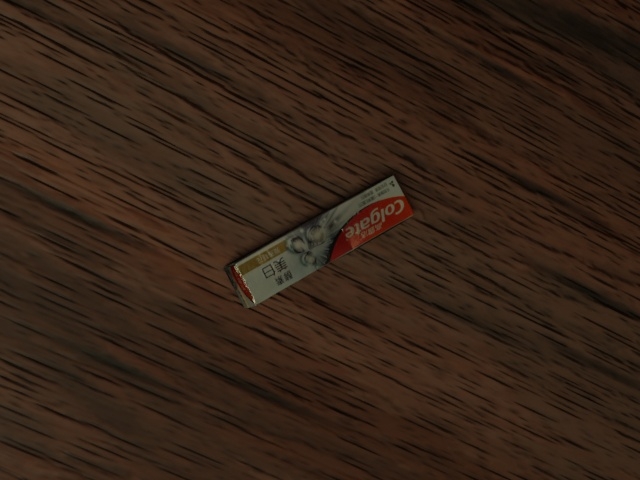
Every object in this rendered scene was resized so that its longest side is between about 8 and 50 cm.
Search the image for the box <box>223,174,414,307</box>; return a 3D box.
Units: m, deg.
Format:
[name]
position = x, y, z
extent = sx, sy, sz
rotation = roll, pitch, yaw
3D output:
[box]
position = 0.000, 0.000, 1.775
extent = 0.218, 0.039, 0.055
rotation = -28, 95, -23
